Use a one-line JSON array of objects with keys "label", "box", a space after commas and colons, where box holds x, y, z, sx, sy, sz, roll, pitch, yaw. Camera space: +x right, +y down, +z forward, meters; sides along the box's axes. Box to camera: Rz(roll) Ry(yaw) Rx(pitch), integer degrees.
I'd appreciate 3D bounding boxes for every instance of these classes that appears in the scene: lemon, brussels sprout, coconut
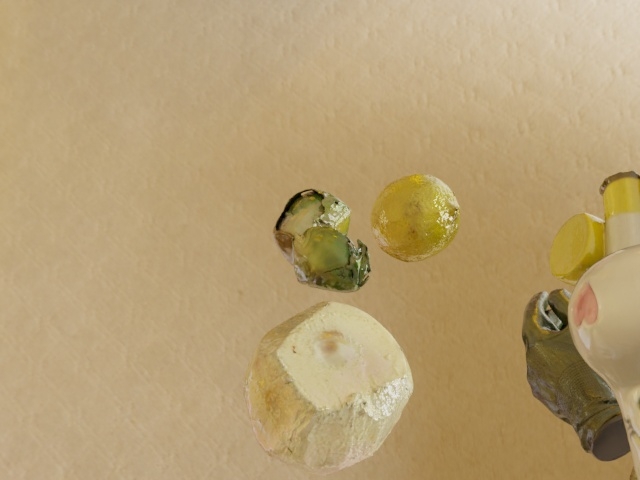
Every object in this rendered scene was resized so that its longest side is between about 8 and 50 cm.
[{"label": "lemon", "box": [0.117, -0.027, 1.086, 0.133, 0.109, 0.109, -26, 46, 47]}, {"label": "brussels sprout", "box": [-0.001, 0.001, 0.519, 0.051, 0.046, 0.083, -22, 27, 2]}, {"label": "coconut", "box": [0.004, 0.276, 1.574, 0.297, 0.254, 0.297, 13, 40, -11]}]

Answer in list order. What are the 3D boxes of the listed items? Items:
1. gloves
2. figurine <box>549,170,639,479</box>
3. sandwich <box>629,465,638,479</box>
[{"label": "gloves", "box": [0.307, 0.152, 1.064, 0.107, 0.135, 0.268, 4, 31, -4]}, {"label": "figurine", "box": [0.159, 0.048, 0.377, 0.109, 0.129, 0.178, -11, 24, 21]}, {"label": "sandwich", "box": [0.510, 0.401, 1.225, 0.288, 0.099, 0.254, 2, 35, -35]}]
